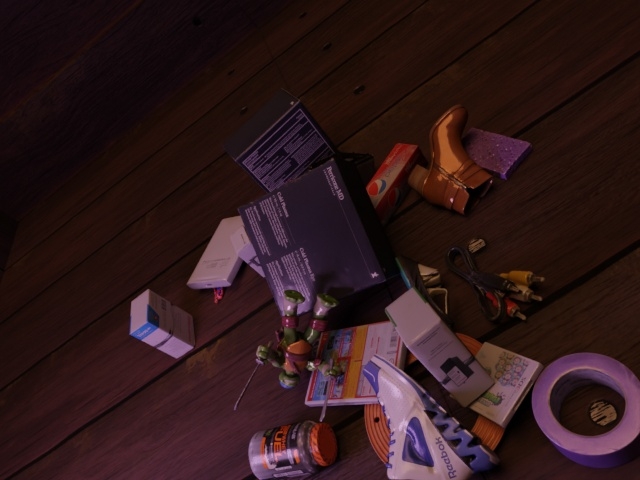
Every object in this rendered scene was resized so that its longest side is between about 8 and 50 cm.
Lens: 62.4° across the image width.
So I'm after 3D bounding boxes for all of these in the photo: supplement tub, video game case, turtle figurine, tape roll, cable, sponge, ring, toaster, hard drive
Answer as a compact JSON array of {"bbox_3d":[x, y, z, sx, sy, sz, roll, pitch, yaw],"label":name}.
[{"bbox_3d":[-0.064,0.492,1.241,0.190,0.117,0.117,-22,44,24],"label":"supplement tub"},{"bbox_3d":[0.351,0.286,1.068,0.143,0.019,0.157,-53,21,-11],"label":"video game case"},{"bbox_3d":[-0.044,0.271,1.279,0.198,0.274,0.266,15,101,15],"label":"turtle figurine"},{"bbox_3d":[0.494,0.307,0.966,0.189,0.080,0.189,-22,44,23],"label":"tape roll"},{"bbox_3d":[0.395,0.105,1.268,0.139,0.072,0.287,-63,28,3],"label":"cable"},{"bbox_3d":[0.479,-0.250,1.505,0.117,0.031,0.210,-50,41,-6],"label":"sponge"},{"bbox_3d":[0.250,0.358,1.164,0.336,0.032,0.336,-22,45,24],"label":"ring"},{"bbox_3d":[0.065,-0.213,1.718,0.185,0.110,0.168,-30,28,-36],"label":"toaster"},{"bbox_3d":[-0.340,0.036,1.907,0.203,0.040,0.307,-8,45,35],"label":"hard drive"},{"bbox_3d":[0.089,0.305,1.312,0.285,0.025,0.204,-18,45,41],"label":"video game case"}]

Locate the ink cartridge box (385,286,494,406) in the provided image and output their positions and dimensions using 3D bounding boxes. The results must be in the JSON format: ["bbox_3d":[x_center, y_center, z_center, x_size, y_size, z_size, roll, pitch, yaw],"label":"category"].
[{"bbox_3d":[0.241,0.216,1.083,0.087,0.208,0.153,-40,23,5],"label":"ink cartridge box"}]

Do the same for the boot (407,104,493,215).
[{"bbox_3d":[0.387,-0.223,1.469,0.220,0.109,0.283,38,97,44],"label":"boot"}]

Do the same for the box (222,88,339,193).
[{"bbox_3d":[-0.129,-0.315,1.864,0.296,0.294,0.183,-43,40,0],"label":"box"}]

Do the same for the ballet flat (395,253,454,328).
[{"bbox_3d":[0.262,0.130,1.308,0.096,0.095,0.280,-19,41,7],"label":"ballet flat"}]

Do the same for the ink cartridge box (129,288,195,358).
[{"bbox_3d":[-0.519,0.278,1.743,0.086,0.203,0.148,-35,40,14],"label":"ink cartridge box"}]

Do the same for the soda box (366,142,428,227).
[{"bbox_3d":[0.215,-0.171,1.615,0.092,0.083,0.263,20,70,47],"label":"soda box"}]

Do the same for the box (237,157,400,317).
[{"bbox_3d":[0.000,0.000,1.440,0.312,0.179,0.343,-24,85,22],"label":"box"}]

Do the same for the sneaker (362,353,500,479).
[{"bbox_3d":[0.173,0.386,1.056,0.182,0.127,0.315,-48,54,-3],"label":"sneaker"}]

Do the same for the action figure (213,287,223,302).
[{"bbox_3d":[-0.351,0.167,1.837,0.038,0.030,0.115,-16,49,25],"label":"action figure"}]

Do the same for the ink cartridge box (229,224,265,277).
[{"bbox_3d":[-0.223,0.035,1.747,0.063,0.150,0.109,-39,40,5],"label":"ink cartridge box"}]

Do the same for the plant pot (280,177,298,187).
[{"bbox_3d":[-0.054,-0.077,1.686,0.191,0.174,0.191,-22,45,24],"label":"plant pot"}]
